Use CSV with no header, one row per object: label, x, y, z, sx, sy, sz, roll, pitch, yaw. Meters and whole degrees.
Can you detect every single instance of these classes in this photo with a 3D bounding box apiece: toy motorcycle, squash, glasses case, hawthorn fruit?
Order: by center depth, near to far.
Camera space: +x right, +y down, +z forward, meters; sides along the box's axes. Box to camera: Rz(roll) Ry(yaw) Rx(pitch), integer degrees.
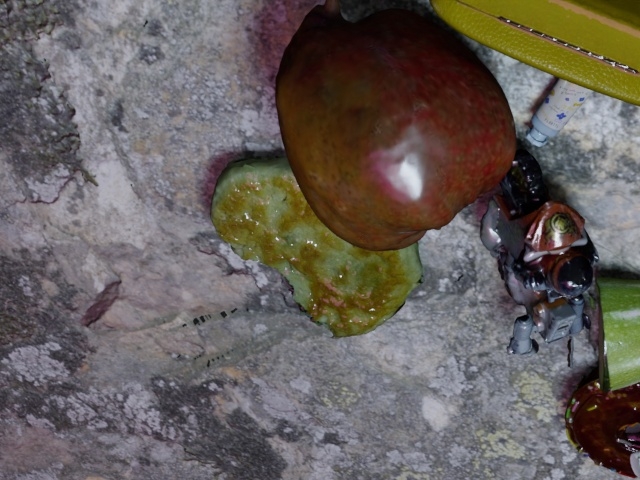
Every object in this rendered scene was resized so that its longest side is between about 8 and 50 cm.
glasses case,0.317,-0.272,1.607,0.371,0.173,0.141,23,133,6
hawthorn fruit,0.089,-0.149,1.732,0.325,0.308,0.308,30,135,-21
toy motorcycle,0.322,0.063,1.896,0.134,0.207,0.401,-22,138,-16
squash,0.455,0.129,1.912,0.123,0.170,0.170,-10,125,8

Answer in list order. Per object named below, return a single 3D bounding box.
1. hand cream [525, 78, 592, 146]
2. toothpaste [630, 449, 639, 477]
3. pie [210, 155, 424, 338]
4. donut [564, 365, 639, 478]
hand cream,0.332,-0.195,1.759,0.065,0.043,0.170,26,129,-8
toothpaste,0.613,0.294,1.962,0.314,0.056,0.058,-14,172,-9
pie,0.000,0.000,2.044,0.296,0.078,0.371,-26,116,38
donut,0.501,0.276,2.055,0.235,0.089,0.235,11,131,13
